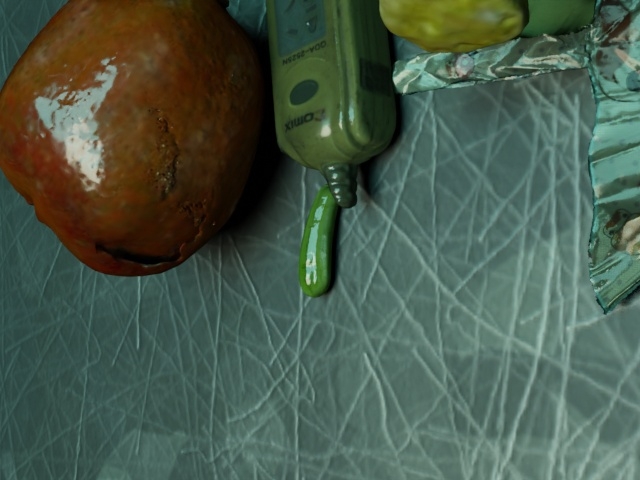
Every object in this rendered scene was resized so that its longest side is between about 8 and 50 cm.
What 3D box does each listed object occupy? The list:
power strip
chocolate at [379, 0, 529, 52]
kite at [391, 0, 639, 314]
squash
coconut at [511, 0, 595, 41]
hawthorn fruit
[{"bbox_3d":[-0.003,-0.212,0.856,0.092,0.066,0.387,-17,75,43],"label":"power strip"},{"bbox_3d":[0.096,-0.325,0.659,0.162,0.162,0.445,-14,64,41],"label":"chocolate"},{"bbox_3d":[0.186,-0.120,0.664,0.314,0.011,0.335,1,95,29],"label":"kite"},{"bbox_3d":[-0.001,0.000,0.858,0.027,0.027,0.089,4,87,43],"label":"squash"},{"bbox_3d":[0.141,-0.186,0.717,0.158,0.055,0.133,44,115,19],"label":"coconut"},{"bbox_3d":[-0.131,-0.123,0.875,0.211,0.211,0.299,40,104,38],"label":"hawthorn fruit"}]
